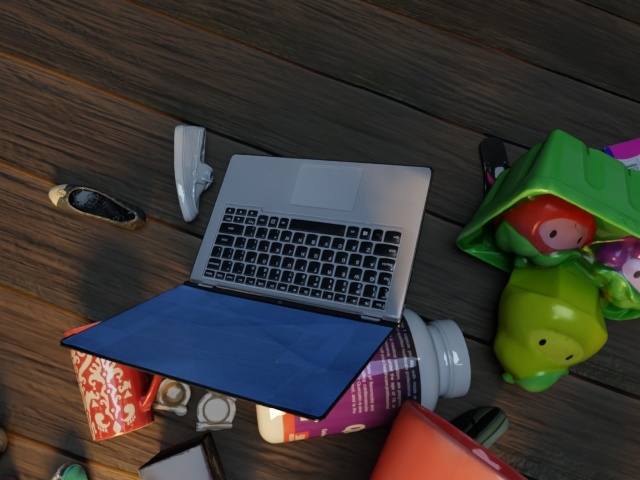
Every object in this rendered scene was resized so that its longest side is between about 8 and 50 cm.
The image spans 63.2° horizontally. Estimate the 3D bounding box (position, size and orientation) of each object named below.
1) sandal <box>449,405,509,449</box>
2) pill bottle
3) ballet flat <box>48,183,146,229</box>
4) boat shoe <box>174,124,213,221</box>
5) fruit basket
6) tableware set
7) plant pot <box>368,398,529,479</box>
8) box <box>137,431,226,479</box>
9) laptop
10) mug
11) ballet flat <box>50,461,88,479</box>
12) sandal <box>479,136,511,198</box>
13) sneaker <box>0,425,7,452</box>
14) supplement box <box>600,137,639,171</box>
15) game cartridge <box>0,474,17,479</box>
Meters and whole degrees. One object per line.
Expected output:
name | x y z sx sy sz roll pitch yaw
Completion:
sandal | 0.191 0.380 0.825 0.303 0.120 0.086 -31 95 -13
pill bottle | 0.058 0.204 0.817 0.323 0.181 0.181 -5 76 -7
ballet flat | -0.387 -0.064 0.905 0.173 0.049 0.057 17 74 -2
boat shoe | -0.225 -0.123 0.936 0.063 0.066 0.184 -5 67 -7
fruit basket | 0.417 0.063 0.859 0.392 0.283 0.391 6 68 -15
tableware set | -0.196 0.227 0.867 0.141 0.020 0.168 15 74 -2
plant pot | 0.155 0.375 0.635 0.275 0.275 0.243 35 85 3
box | -0.184 0.379 0.757 0.093 0.158 0.155 -19 79 -11
laptop | -0.079 0.011 0.751 0.382 0.236 0.407 8 73 24
mug | -0.312 0.208 0.801 0.113 0.150 0.169 -5 78 -48
ballet flat | -0.373 0.456 0.760 0.077 0.091 0.240 -22 74 14
sandal | 0.348 -0.121 1.005 0.067 0.040 0.179 -7 77 -8
sneaker | -0.615 0.350 0.761 0.297 0.111 0.129 -40 67 -18
supplement box | 0.629 -0.134 1.003 0.220 0.114 0.111 -15 77 -9
game cartridge | -0.435 0.476 0.686 0.060 0.196 0.294 -15 78 -9
